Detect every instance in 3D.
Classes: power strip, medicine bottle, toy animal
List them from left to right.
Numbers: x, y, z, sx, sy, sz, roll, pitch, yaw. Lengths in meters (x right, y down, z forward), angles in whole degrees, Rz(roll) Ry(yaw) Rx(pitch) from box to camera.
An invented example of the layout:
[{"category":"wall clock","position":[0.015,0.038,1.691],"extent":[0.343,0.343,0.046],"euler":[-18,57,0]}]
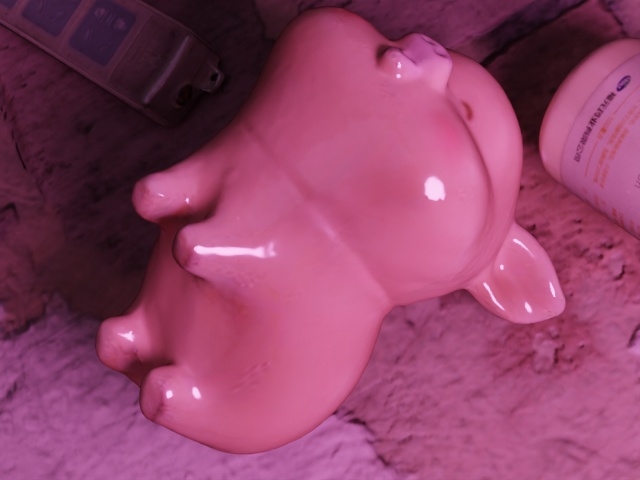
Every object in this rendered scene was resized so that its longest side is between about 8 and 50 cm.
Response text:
[{"category":"power strip","position":[-0.192,-0.177,1.536],"extent":[0.272,0.052,0.078],"euler":[33,89,32]},{"category":"toy animal","position":[0.000,0.000,1.285],"extent":[0.237,0.269,0.326],"euler":[49,129,32]},{"category":"medicine bottle","position":[0.264,-0.027,1.215],"extent":[0.252,0.114,0.114],"euler":[39,91,31]}]
